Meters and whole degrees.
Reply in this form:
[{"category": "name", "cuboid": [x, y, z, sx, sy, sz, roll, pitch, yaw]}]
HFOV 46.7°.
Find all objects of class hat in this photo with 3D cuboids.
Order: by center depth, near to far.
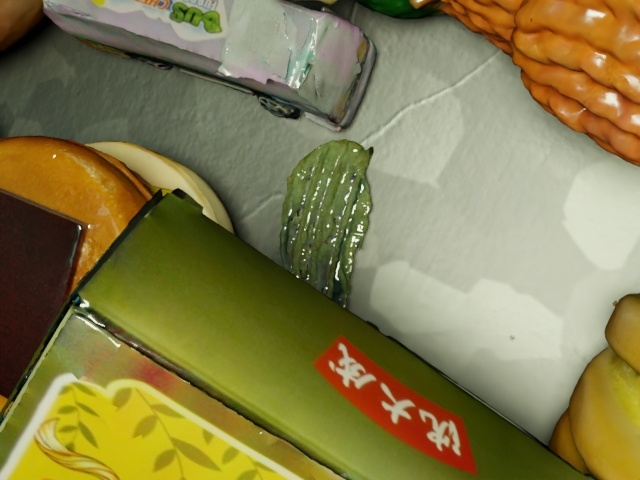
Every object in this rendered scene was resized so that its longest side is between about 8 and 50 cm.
[{"category": "hat", "cuboid": [0.209, -0.231, 0.606, 0.400, 0.285, 0.285, 34, 99, 44]}]

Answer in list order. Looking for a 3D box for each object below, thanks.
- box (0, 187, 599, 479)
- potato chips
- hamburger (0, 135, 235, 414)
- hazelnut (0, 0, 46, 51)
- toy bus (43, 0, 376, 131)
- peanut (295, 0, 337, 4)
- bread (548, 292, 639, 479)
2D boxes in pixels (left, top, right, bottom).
[{"category": "box", "cuboid": [-0.067, 0.233, 0.530, 0.373, 0.138, 0.420, 35, 121, -7]}, {"category": "potato chips", "cuboid": [0.000, 0.000, 0.737, 0.091, 0.028, 0.208, 9, 89, 19]}, {"category": "hamburger", "cuboid": [-0.219, 0.040, 0.701, 0.290, 0.225, 0.291, 0, 91, 17]}, {"category": "hazelnut", "cuboid": [-0.418, -0.362, 0.754, 0.372, 0.315, 0.372, 0, 90, 48]}, {"category": "toy bus", "cuboid": [-0.110, -0.207, 0.722, 0.316, 0.138, 0.112, 21, 94, 18]}, {"category": "peanut", "cuboid": [-0.035, -0.254, 0.630, 0.099, 0.099, 0.214, -42, 40, 12]}, {"category": "bread", "cuboid": [0.323, 0.183, 0.530, 0.315, 0.211, 0.270, 30, 98, 20]}]
